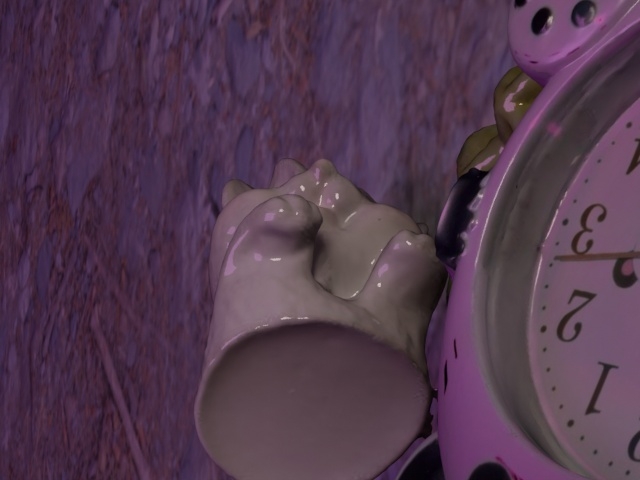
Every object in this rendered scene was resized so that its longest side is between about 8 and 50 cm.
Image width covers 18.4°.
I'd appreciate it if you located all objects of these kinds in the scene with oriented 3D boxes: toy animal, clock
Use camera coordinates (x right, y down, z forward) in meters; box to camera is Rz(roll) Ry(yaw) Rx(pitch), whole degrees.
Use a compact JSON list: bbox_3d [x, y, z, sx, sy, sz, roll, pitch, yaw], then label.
[{"bbox_3d":[0.002,0.001,0.901,0.221,0.104,0.130,-88,1,-57],"label":"toy animal"},{"bbox_3d":[0.127,0.016,0.575,0.227,0.090,0.248,13,77,52],"label":"clock"}]

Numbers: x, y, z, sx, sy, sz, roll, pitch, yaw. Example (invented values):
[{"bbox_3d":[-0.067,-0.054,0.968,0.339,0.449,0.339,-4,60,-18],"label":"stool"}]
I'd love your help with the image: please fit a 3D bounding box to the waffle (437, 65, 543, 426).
[{"bbox_3d":[0.116,0.058,0.766,0.292,0.056,0.309,-175,89,-66],"label":"waffle"}]
